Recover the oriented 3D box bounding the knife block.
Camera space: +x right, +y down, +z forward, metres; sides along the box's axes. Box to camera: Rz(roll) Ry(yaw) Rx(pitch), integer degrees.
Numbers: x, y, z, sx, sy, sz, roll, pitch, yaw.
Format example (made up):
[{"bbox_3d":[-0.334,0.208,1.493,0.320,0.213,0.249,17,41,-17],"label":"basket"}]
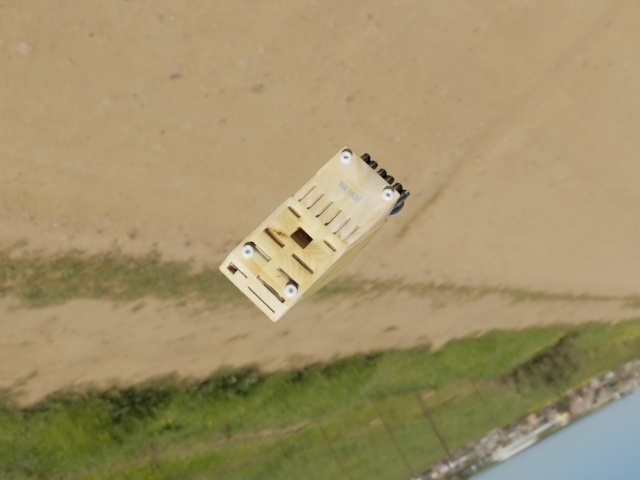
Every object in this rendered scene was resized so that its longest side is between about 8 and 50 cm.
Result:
[{"bbox_3d":[0.000,0.000,1.139,0.275,0.088,0.242,-45,172,-19],"label":"knife block"}]
